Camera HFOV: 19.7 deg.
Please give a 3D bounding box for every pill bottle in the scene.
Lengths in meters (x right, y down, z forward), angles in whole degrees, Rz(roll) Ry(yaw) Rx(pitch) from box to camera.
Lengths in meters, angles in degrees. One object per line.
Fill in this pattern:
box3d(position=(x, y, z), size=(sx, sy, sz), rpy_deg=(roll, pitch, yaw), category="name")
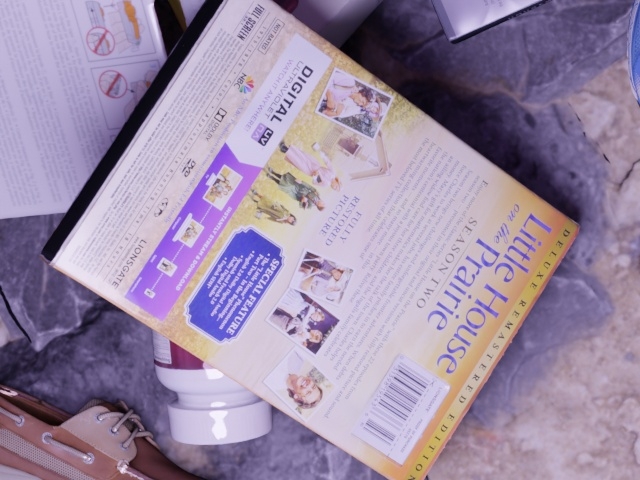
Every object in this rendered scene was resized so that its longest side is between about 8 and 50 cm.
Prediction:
box3d(position=(-0.102, 0.076, 1.765), size=(0.121, 0.121, 0.221), rpy_deg=(-3, 98, 15), category="pill bottle")

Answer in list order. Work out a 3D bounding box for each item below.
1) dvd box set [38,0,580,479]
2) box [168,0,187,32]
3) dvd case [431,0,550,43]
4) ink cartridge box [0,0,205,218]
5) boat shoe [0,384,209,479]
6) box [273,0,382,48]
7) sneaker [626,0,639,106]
box3d(position=(0.000, 0.000, 1.693), size=(0.420, 0.062, 0.307), rpy_deg=(34, 86, -21), category="dvd box set")
box3d(position=(-0.122, -0.275, 1.874), size=(0.087, 0.058, 0.232), rpy_deg=(-27, 82, 9), category="box")
box3d(position=(0.202, -0.321, 1.804), size=(0.239, 0.029, 0.179), rpy_deg=(-23, 83, 14), category="dvd case")
box3d(position=(-0.260, -0.182, 1.815), size=(0.385, 0.091, 0.308), rpy_deg=(-6, 115, 19), category="ink cartridge box")
box3d(position=(-0.226, 0.218, 1.864), size=(0.324, 0.123, 0.116), rpy_deg=(13, 90, 13), category="boat shoe")
box3d(position=(-0.061, -0.280, 1.773), size=(0.232, 0.127, 0.148), rpy_deg=(41, 83, 6), category="box")
box3d(position=(0.347, -0.257, 1.599), size=(0.130, 0.147, 0.330), rpy_deg=(19, 94, 15), category="sneaker")
